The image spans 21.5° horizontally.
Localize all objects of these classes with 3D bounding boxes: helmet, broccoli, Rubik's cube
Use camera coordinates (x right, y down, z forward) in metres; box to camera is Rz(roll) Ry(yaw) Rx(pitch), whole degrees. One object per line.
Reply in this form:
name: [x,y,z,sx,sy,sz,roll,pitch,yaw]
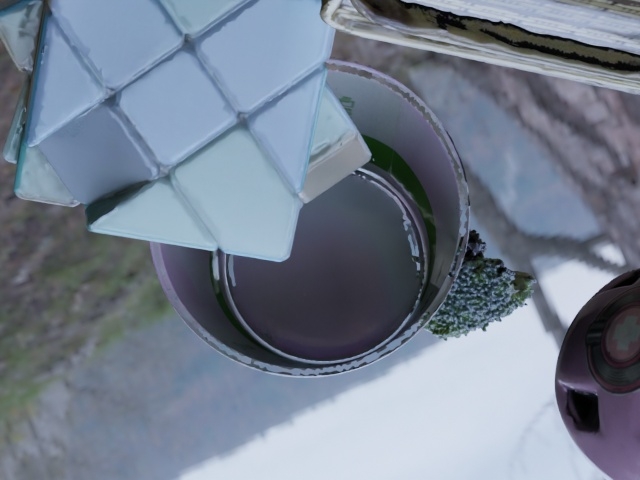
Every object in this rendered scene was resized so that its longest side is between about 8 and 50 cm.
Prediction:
helmet: [0.253,0.090,1.178,0.253,0.154,0.198,121,-8,-76]
broccoli: [0.143,0.035,1.766,0.122,0.118,0.204,-40,-170,6]
Rubik's cube: [-0.089,-0.113,1.126,0.265,0.224,0.213,11,-168,-11]

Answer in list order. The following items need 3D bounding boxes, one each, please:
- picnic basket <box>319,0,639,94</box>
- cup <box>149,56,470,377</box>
picnic basket: [0.139,-0.176,0.707,0.228,0.175,0.313,10,166,-14]
cup: [0.000,0.000,1.425,0.253,0.253,0.274,-22,170,1]
